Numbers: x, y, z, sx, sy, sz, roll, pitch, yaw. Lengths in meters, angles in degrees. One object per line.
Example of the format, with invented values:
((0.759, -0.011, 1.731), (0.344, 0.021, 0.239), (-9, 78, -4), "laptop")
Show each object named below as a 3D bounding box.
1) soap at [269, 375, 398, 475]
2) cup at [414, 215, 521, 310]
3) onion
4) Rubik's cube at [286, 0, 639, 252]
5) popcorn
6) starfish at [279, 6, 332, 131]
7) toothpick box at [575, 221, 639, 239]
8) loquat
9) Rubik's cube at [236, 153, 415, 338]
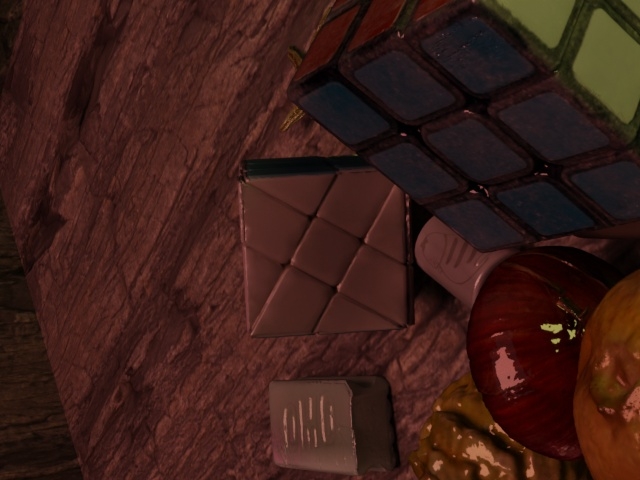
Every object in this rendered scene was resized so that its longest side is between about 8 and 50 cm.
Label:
((0.014, 0.294, 1.678), (0.261, 0.094, 0.150), (-13, 83, 58), "soap")
((0.200, 0.012, 1.342), (0.133, 0.099, 0.136), (43, 130, 47), "cup")
((0.268, 0.117, 1.111), (0.161, 0.248, 0.248), (0, 95, 46), "onion")
((0.205, -0.202, 1.023), (0.305, 0.301, 0.304), (-16, 43, 59), "Rubik's cube")
((0.214, 0.280, 1.265), (0.259, 0.212, 0.259), (-10, 79, 60), "popcorn")
((-0.015, -0.269, 1.688), (0.223, 0.050, 0.217), (-59, 39, 27), "starfish")
((0.341, -0.056, 1.099), (0.180, 0.111, 0.111), (0, 94, 57), "toothpick box")
((0.366, 0.145, 0.927), (0.276, 0.283, 0.276), (-14, 73, 52), "loquat")
((0.000, 0.000, 1.466), (0.224, 0.231, 0.222), (-126, 33, -78), "Rubik's cube")
